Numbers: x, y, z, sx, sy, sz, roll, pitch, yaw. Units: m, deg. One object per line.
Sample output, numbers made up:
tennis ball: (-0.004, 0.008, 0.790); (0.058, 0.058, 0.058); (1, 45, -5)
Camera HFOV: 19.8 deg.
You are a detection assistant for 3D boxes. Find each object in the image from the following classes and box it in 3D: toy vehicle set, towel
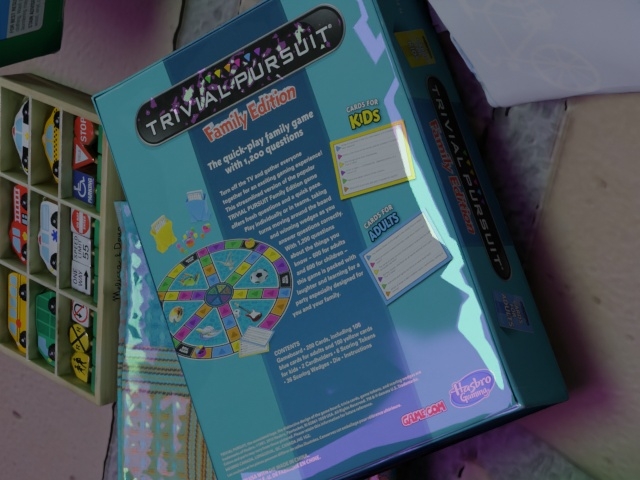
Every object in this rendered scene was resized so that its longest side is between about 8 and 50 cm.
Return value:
toy vehicle set: (-0.231, -0.003, 1.649); (0.166, 0.035, 0.267); (21, 115, 42)
towel: (-0.055, 0.141, 1.416); (0.271, 0.040, 0.370); (0, 88, 36)

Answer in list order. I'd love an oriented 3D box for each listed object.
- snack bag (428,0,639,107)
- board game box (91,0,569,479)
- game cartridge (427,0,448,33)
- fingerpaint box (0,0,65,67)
snack bag: (0.151, -0.188, 1.029); (0.342, 0.037, 0.323); (0, 142, 43)
board game box: (0.000, 0.000, 1.306); (0.254, 0.079, 0.336); (-25, 77, 30)
game cartridge: (0.094, -0.189, 1.269); (0.056, 0.017, 0.083); (-6, 95, 51)
fingerpaint box: (-0.338, -0.396, 1.353); (0.371, 0.163, 0.445); (42, 136, 31)
